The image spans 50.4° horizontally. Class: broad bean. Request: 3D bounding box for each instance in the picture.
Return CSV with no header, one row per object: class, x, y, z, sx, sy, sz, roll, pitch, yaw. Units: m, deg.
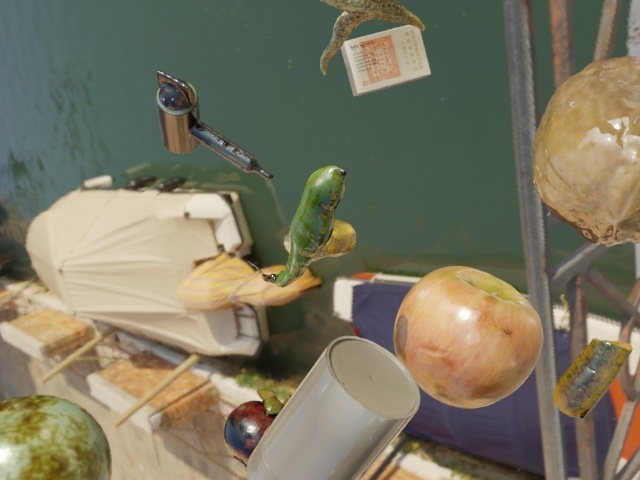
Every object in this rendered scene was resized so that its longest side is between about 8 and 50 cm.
broad bean,-0.033,-0.013,1.179,0.098,0.056,0.318,42,130,3

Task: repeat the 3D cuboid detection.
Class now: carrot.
carrot,0.509,0.254,1.284,0.082,0.082,0.173,36,105,32

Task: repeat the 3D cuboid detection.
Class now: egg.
egg,-0.457,0.364,1.055,0.289,0.238,0.238,-33,84,40

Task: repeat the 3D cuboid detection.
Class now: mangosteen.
mangosteen,-0.129,0.445,1.611,0.200,0.200,0.199,27,129,39

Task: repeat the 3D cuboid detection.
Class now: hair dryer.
hair dryer,-0.188,-0.193,1.238,0.248,0.077,0.195,32,158,4

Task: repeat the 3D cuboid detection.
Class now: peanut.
peanut,0.000,0.000,1.485,0.087,0.207,0.087,5,98,40

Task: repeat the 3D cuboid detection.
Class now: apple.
apple,0.384,0.259,1.838,0.391,0.392,0.346,38,113,30

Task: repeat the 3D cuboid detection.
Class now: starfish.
starfish,0.055,-0.288,0.831,0.217,0.224,0.050,-51,49,47

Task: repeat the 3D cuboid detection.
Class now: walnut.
walnut,0.515,-0.142,1.148,0.306,0.343,0.306,17,137,16

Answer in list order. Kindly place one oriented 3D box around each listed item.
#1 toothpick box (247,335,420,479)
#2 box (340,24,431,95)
toothpick box,0.009,0.197,0.696,0.111,0.111,0.180,45,120,24
box,0.166,-0.458,1.729,0.058,0.201,0.140,-151,46,-80
